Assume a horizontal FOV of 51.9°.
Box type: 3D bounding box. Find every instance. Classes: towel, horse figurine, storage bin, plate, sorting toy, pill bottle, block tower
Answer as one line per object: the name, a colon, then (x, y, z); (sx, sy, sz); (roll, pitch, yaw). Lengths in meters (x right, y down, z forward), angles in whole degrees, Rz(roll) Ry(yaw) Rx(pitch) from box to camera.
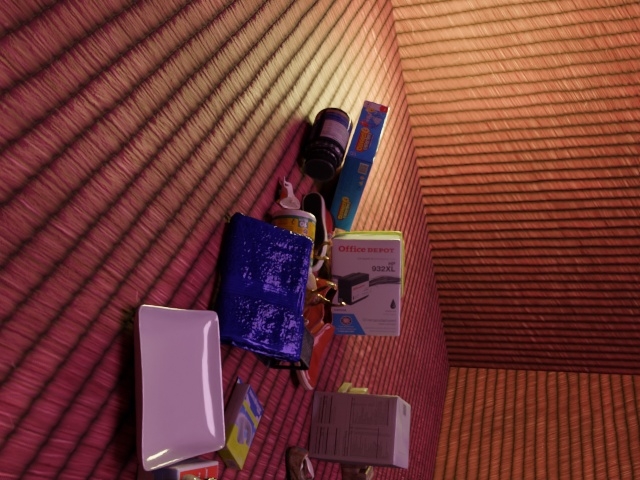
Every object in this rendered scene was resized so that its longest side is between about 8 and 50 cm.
towel: (-0.120, 0.104, 1.485); (0.227, 0.076, 0.308); (21, 61, -30)
horse figurine: (-0.029, 0.101, 1.814); (0.066, 0.174, 0.263); (-7, 81, -52)
storage bin: (-0.099, 0.246, 1.620); (0.180, 0.122, 0.084); (62, 34, -52)
plate: (-0.268, 0.266, 1.231); (0.278, 0.045, 0.277); (21, 61, -67)
sorting toy: (-0.091, -0.132, 1.790); (0.083, 0.044, 0.075); (46, 39, -62)
pill bottle: (0.020, -0.288, 1.979); (0.123, 0.122, 0.219); (67, 31, -46)
pill bottle: (-0.077, 0.034, 1.702); (0.117, 0.117, 0.208); (40, 52, -64)
block tower: (0.121, 0.663, 2.247); (0.091, 0.097, 0.336); (-28, 114, -69)

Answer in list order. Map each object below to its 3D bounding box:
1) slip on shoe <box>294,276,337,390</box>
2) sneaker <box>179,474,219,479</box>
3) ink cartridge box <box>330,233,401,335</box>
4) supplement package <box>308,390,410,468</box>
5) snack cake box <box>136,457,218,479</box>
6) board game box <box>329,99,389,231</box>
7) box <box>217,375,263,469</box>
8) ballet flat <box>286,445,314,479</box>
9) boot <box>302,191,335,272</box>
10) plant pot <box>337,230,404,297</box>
slip on shoe: (-0.012, 0.264, 1.895); (0.123, 0.101, 0.331); (52, 43, -62)
sneaker: (-0.199, 0.468, 1.156); (0.086, 0.085, 0.237); (-56, 152, -14)
ink cartridge box: (0.144, 0.139, 2.097); (0.129, 0.223, 0.308); (-44, 135, -82)
supplement package: (0.125, 0.581, 2.012); (0.199, 0.262, 0.198); (49, 43, -61)
snack cake box: (-0.267, 0.538, 1.189); (0.152, 0.089, 0.264); (32, 59, -65)
board game box: (0.120, -0.241, 2.132); (0.308, 0.086, 0.302); (106, 2, -46)
box: (-0.183, 0.413, 1.498); (0.178, 0.042, 0.109); (-70, 152, -43)
ballet flat: (-0.050, 0.666, 1.811); (0.073, 0.067, 0.206); (-40, 126, -65)
boot: (0.000, 0.000, 1.970); (0.176, 0.088, 0.244); (53, 36, -60)
plant pot: (0.184, 0.090, 2.284); (0.207, 0.227, 0.228); (20, 70, -76)
